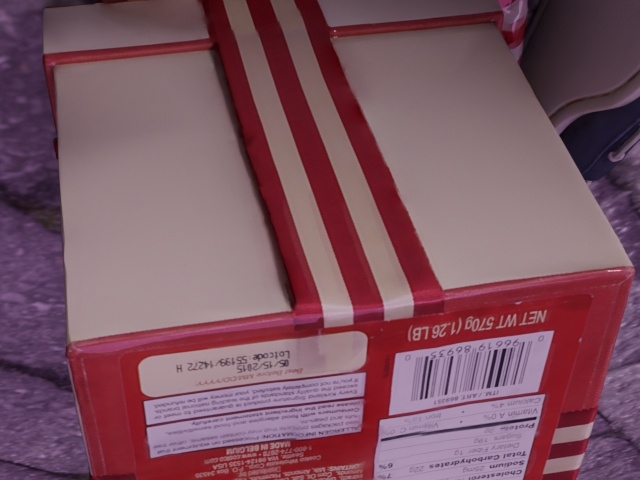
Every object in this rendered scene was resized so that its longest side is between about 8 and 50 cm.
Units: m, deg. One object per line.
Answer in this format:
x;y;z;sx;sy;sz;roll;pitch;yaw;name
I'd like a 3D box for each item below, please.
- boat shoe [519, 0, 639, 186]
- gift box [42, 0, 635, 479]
0.160;-0.089;0.608;0.079;0.095;0.254;-1;152;-19;boat shoe
0.000;0.000;0.550;0.255;0.258;0.276;-4;132;-12;gift box
